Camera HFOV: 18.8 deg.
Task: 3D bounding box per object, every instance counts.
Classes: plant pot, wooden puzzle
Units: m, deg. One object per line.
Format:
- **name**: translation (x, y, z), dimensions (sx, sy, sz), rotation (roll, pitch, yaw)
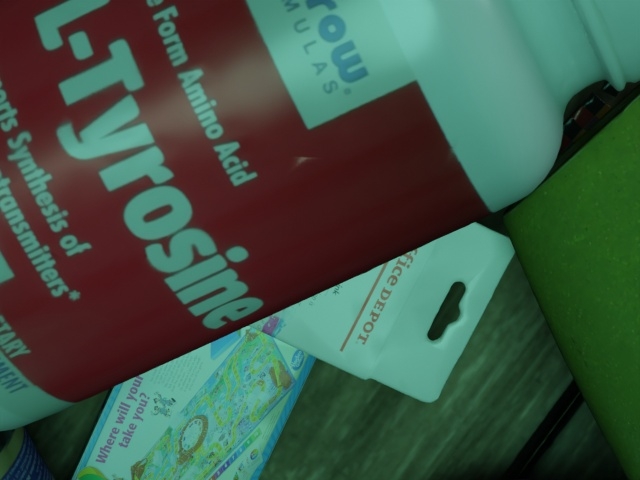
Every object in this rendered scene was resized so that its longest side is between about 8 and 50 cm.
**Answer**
- **plant pot**: translation (0.246, 0.049, 1.056), dimensions (0.275, 0.275, 0.293), rotation (-43, 90, 8)
- **wooden puzzle**: translation (0.162, -0.054, 1.139), dimensions (0.049, 0.006, 0.083), rotation (41, 98, -11)

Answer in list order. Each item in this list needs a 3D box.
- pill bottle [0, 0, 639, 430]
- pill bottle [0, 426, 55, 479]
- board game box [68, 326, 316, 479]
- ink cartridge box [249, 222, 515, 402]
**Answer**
- **pill bottle**: translation (-0.031, -0.085, 0.941), dimensions (0.407, 0.229, 0.229), rotation (-25, 103, 9)
- **pill bottle**: translation (-0.190, 0.197, 1.117), dimensions (0.123, 0.123, 0.219), rotation (-23, 116, 3)
- **board game box**: translation (-0.077, 0.107, 1.158), dimensions (0.103, 0.026, 0.154), rotation (24, 101, -8)
- **ink cartridge box**: translation (0.000, 0.000, 1.115), dimensions (0.198, 0.067, 0.115), rotation (26, 101, -7)
